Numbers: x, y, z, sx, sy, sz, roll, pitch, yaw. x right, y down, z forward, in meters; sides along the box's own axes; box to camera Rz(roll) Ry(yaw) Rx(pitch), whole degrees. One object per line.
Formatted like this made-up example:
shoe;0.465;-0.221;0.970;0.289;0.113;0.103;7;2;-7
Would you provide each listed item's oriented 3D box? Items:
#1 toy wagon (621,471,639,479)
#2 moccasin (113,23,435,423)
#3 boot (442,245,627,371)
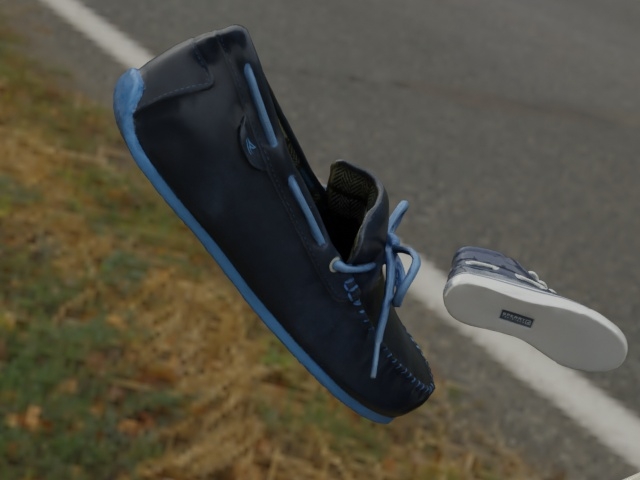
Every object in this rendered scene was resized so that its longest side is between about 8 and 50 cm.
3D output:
toy wagon;0.289;0.378;1.738;0.267;0.344;0.068;11;-34;47
moccasin;0.000;0.000;1.178;0.342;0.117;0.137;50;9;-40
boot;0.215;0.061;1.742;0.190;0.069;0.086;23;33;-3
